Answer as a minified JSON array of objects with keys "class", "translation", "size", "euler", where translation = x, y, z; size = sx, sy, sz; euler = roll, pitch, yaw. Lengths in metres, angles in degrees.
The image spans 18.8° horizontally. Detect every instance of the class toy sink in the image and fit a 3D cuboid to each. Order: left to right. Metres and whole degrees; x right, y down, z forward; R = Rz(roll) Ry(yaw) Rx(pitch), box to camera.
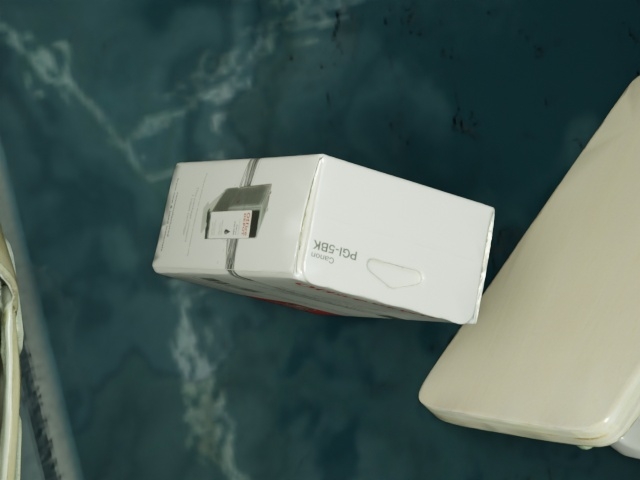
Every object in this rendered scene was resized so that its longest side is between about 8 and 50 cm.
[{"class":"toy sink","translation":[0.190,0.038,0.992],"size":[0.131,0.153,0.234],"euler":[46,68,-24]}]

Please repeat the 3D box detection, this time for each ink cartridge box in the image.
[{"class":"ink cartridge box","translation":[0.000,0.000,0.883],"size":[0.099,0.135,0.056],"euler":[16,82,-31]}]

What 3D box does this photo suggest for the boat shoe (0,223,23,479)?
[{"class":"boat shoe","translation":[-0.172,0.010,0.797],"size":[0.113,0.103,0.302],"euler":[-14,97,-28]}]
